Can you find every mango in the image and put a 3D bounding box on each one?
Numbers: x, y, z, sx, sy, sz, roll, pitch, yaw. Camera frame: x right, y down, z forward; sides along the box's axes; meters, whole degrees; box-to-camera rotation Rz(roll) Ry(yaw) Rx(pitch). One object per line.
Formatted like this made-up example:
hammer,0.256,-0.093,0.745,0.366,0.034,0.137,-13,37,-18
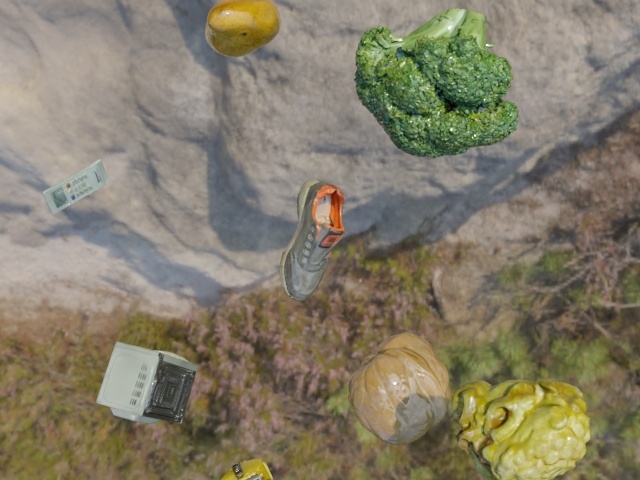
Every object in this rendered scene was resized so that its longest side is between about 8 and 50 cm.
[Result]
mango,-0.155,-0.421,1.606,0.157,0.262,0.108,-13,103,6

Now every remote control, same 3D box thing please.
remote control,-0.564,-0.126,1.878,0.029,0.162,0.061,19,135,42

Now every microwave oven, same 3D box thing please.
microwave oven,-0.374,0.318,1.792,0.123,0.162,0.208,11,167,17

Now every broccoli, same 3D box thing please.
broccoli,0.236,-0.325,1.696,0.321,0.309,0.413,-10,175,13

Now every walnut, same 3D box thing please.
walnut,0.221,0.417,2.260,0.285,0.296,0.285,28,139,28

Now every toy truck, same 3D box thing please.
toy truck,-0.086,0.491,1.400,0.098,0.114,0.226,-27,99,-10

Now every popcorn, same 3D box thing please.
popcorn,0.391,0.388,1.623,0.286,0.225,0.173,-6,138,36

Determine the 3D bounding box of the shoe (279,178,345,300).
shoe,0.000,0.000,2.156,0.132,0.336,0.171,15,175,-27
